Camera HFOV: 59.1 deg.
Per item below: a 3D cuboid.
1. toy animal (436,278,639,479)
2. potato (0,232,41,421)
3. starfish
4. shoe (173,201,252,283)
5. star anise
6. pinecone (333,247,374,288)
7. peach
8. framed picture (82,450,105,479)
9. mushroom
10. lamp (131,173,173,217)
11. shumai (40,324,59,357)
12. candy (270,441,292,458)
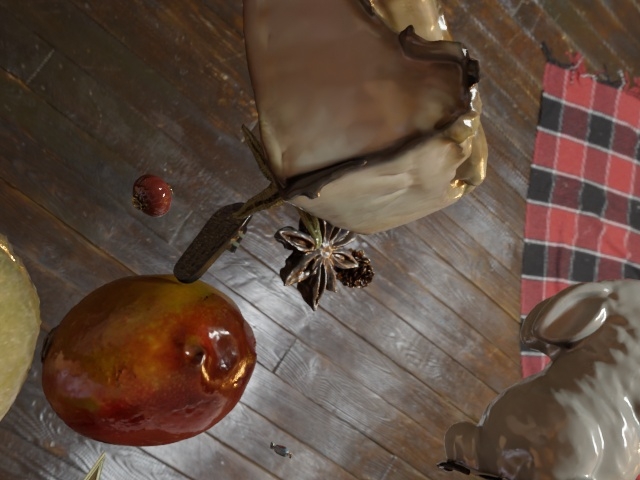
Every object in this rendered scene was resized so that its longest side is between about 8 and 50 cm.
[{"bbox_3d":[0.340,0.194,0.748,0.257,0.194,0.357,23,67,18],"label":"toy animal"},{"bbox_3d":[-0.554,0.073,0.529,0.442,0.319,0.385,-7,122,-58],"label":"potato"},{"bbox_3d":[-0.053,-0.087,0.877,0.216,0.050,0.223,-23,95,14],"label":"starfish"},{"bbox_3d":[-0.180,0.009,0.980,0.179,0.071,0.049,-52,145,-21],"label":"shoe"},{"bbox_3d":[0.001,0.000,1.071,0.230,0.081,0.262,21,86,-40],"label":"star anise"},{"bbox_3d":[0.091,0.075,1.425,0.102,0.109,0.102,-19,121,-36],"label":"pinecone"},{"bbox_3d":[-0.286,0.205,0.990,0.372,0.372,0.290,12,57,-21],"label":"peach"},{"bbox_3d":[-0.654,0.718,1.530,0.014,0.197,0.252,25,124,2],"label":"framed picture"},{"bbox_3d":[0.072,-0.173,0.703,0.224,0.397,0.314,-23,73,15],"label":"mushroom"},{"bbox_3d":[-0.380,-0.101,1.276,0.090,0.101,0.101,-35,101,-34],"label":"lamp"},{"bbox_3d":[-0.521,0.231,1.267,0.184,0.142,0.184,-6,112,-15],"label":"shumai"},{"bbox_3d":[-0.121,0.641,1.729,0.020,0.083,0.030,-11,111,-57],"label":"candy"}]
